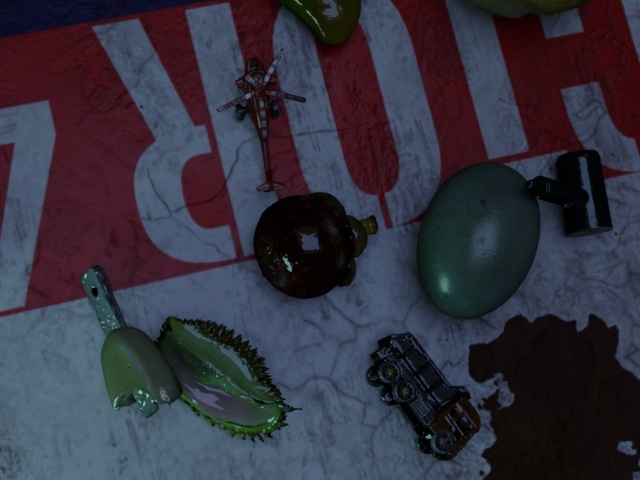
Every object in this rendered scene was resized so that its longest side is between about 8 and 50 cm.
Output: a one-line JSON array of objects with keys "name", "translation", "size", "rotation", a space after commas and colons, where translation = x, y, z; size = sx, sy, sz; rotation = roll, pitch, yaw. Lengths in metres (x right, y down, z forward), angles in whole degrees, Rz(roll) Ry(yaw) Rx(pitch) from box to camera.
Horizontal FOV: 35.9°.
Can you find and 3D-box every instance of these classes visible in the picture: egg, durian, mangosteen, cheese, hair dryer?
[{"name": "egg", "translation": [0.226, 0.000, 1.423], "size": [0.169, 0.169, 0.236], "rotation": [25, 80, -4]}, {"name": "durian", "translation": [-0.128, 0.188, 1.378], "size": [0.221, 0.137, 0.095], "rotation": [39, 45, 6]}, {"name": "mangosteen", "translation": [-0.012, -0.003, 1.413], "size": [0.146, 0.156, 0.181], "rotation": [27, 46, 22]}, {"name": "cheese", "translation": [-0.274, 0.140, 1.366], "size": [0.050, 0.127, 0.235], "rotation": [-12, 69, -45]}, {"name": "hair dryer", "translation": [0.353, -0.083, 1.438], "size": [0.070, 0.255, 0.128], "rotation": [-12, 77, 32]}]

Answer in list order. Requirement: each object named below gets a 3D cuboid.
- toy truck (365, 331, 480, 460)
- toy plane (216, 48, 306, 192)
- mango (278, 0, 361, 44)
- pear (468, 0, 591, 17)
[{"name": "toy truck", "translation": [0.146, 0.219, 1.420], "size": [0.092, 0.083, 0.192], "rotation": [-36, 87, -18]}, {"name": "toy plane", "translation": [-0.077, -0.173, 1.457], "size": [0.126, 0.077, 0.194], "rotation": [-27, 94, -8]}, {"name": "mango", "translation": [-0.009, -0.391, 1.498], "size": [0.191, 0.085, 0.122], "rotation": [46, 67, -10]}, {"name": "pear", "translation": [0.324, -0.463, 1.478], "size": [0.271, 0.271, 0.271], "rotation": [1, 81, -9]}]
